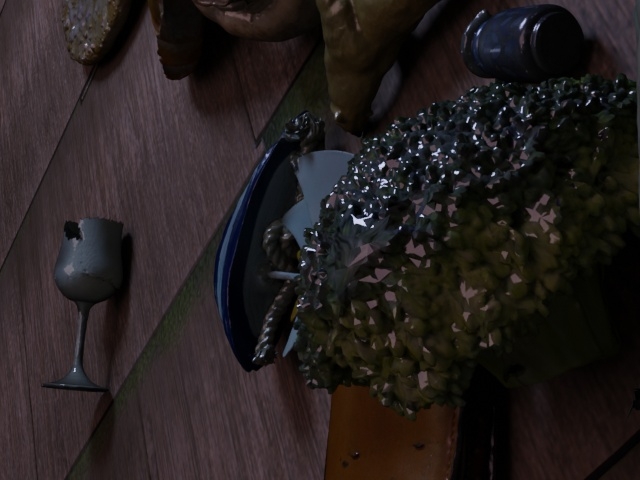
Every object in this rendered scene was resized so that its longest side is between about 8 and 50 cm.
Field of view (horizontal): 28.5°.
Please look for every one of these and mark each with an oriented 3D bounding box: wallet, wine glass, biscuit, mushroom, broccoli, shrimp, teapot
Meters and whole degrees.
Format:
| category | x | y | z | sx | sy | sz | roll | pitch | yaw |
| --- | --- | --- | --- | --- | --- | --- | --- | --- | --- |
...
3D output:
| category | x | y | z | sx | sy | sz | roll | pitch | yaw |
| --- | --- | --- | --- | --- | --- | --- | --- | --- | --- |
| wallet | 0.059 | 0.125 | 0.863 | 0.195 | 0.042 | 0.161 | -30 | 49 | 59 |
| wine glass | -0.266 | 0.072 | 1.427 | 0.079 | 0.079 | 0.195 | -12 | 71 | 60 |
| biscuit | -0.284 | -0.296 | 1.625 | 0.290 | 0.038 | 0.141 | -4 | 78 | 62 |
| mushroom | -0.054 | -0.247 | 1.069 | 0.166 | 0.166 | 0.127 | -50 | 0 | 43 |
| broccoli | 0.093 | 0.000 | 0.709 | 0.198 | 0.226 | 0.176 | -132 | 36 | -79 |
| shrimp | -0.146 | -0.277 | 1.240 | 0.317 | 0.062 | 0.164 | 97 | 165 | -71 |
| teapot | 0.134 | -0.120 | 0.808 | 0.049 | 0.063 | 0.083 | -50 | 23 | -12 |

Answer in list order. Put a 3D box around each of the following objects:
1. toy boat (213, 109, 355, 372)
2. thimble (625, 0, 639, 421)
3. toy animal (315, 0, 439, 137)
| category | x | y | z | sx | sy | sz | roll | pitch | yaw |
| --- | --- | --- | --- | --- | --- | --- | --- | --- | --- |
| toy boat | 0.000 | 0.000 | 0.964 | 0.291 | 0.067 | 0.220 | -1 | 75 | 64 |
| thimble | 0.224 | -0.017 | 0.372 | 0.271 | 0.271 | 0.150 | -25 | 57 | 56 |
| toy animal | 0.046 | -0.176 | 0.945 | 0.218 | 0.103 | 0.101 | -48 | 59 | 42 |
